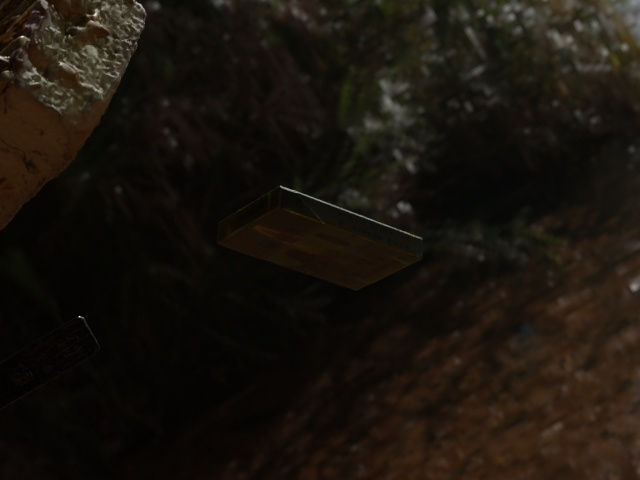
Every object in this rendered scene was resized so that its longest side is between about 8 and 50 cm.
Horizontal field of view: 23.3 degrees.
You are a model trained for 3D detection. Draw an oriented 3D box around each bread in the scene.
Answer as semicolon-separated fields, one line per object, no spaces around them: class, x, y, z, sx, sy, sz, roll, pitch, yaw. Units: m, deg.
bread;-0.281;-0.105;1.353;0.274;0.114;0.185;-39;25;42

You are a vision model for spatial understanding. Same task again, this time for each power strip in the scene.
power strip;-0.243;0.106;1.325;0.111;0.038;0.029;-32;2;-11

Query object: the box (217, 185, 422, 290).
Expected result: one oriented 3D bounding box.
box;0.000;0.000;1.693;0.121;0.193;0.030;-29;51;48
